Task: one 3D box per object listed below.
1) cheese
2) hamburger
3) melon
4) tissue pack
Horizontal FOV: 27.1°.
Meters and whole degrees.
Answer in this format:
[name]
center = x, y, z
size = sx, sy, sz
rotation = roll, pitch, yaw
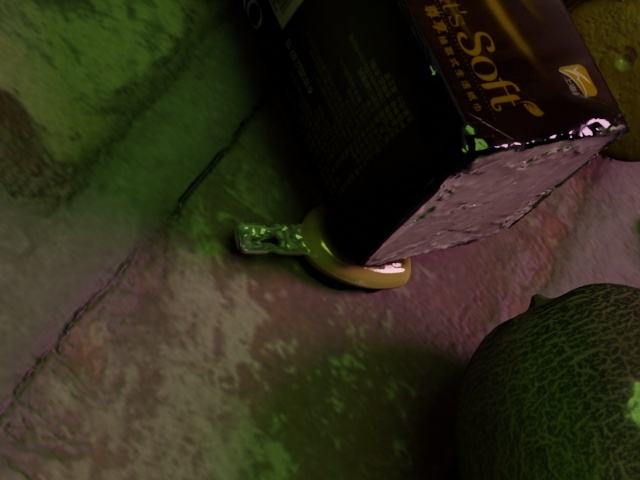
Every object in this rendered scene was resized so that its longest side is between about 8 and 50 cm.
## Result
[cheese]
center = 0.000, 0.000, 1.115
size = 0.163, 0.036, 0.086
rotation = 2, 67, -32
[hamburger]
center = 0.304, -0.178, 1.300
size = 0.191, 0.182, 0.118
rotation = 47, 37, 4
[melon]
center = 0.241, 0.192, 1.053
size = 0.249, 0.249, 0.329
rotation = -21, 88, -36
[tissue pack]
center = 0.060, -0.188, 1.113
size = 0.198, 0.210, 0.369
rotation = -13, 72, -31
